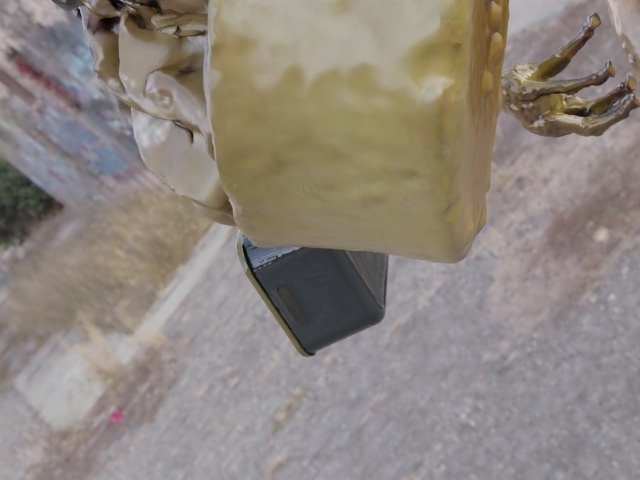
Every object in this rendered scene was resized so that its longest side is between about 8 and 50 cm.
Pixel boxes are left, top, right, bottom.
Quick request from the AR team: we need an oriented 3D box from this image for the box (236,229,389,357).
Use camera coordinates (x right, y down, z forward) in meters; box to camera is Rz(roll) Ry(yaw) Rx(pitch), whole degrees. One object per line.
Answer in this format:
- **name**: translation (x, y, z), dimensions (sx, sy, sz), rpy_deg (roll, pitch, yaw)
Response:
- **box**: translation (0.000, 0.000, 1.224), dimensions (0.090, 0.144, 0.201), rpy_deg (-24, 24, 18)

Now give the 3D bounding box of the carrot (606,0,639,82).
- **carrot**: translation (0.457, -0.332, 1.557), dimensions (0.224, 0.340, 0.224), rpy_deg (-15, -12, -3)

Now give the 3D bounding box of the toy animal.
- **toy animal**: translation (0.212, -0.181, 1.377), dimensions (0.276, 0.149, 0.054), rpy_deg (10, 43, 28)

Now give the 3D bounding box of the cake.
- **cake**: translation (-0.042, -0.152, 0.799), dimensions (0.332, 0.321, 0.332), rpy_deg (5, -90, -77)
